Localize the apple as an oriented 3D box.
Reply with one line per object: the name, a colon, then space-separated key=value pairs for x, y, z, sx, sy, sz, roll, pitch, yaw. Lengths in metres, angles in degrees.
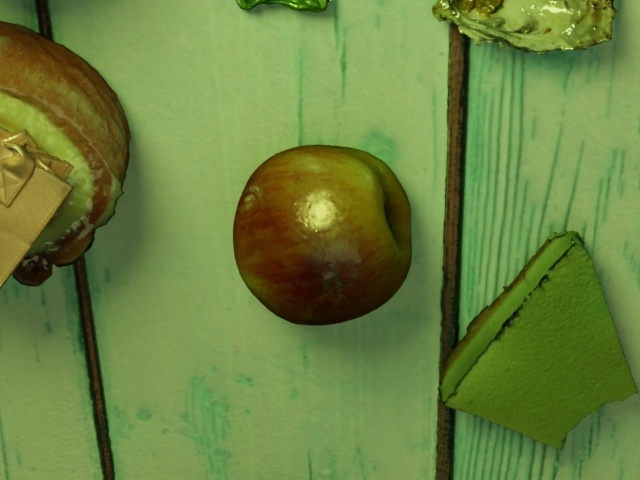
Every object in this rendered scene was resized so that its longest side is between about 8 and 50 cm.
apple: x=0.000 y=0.000 z=1.404 sx=0.173 sy=0.160 sz=0.195 roll=-10 pitch=120 yaw=25

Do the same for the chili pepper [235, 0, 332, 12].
chili pepper: x=-0.034 y=-0.231 z=1.308 sx=0.091 sy=0.030 sz=0.034 roll=1 pitch=148 yaw=-6

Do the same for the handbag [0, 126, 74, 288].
handbag: x=-0.340 y=-0.057 z=1.214 sx=0.212 sy=0.059 sz=0.157 roll=31 pitch=116 yaw=-23

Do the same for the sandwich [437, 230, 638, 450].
sandwich: x=0.279 y=0.116 z=1.567 sx=0.212 sy=0.063 sz=0.245 roll=24 pitch=117 yaw=-26

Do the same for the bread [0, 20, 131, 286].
bread: x=-0.294 y=-0.098 z=1.301 sx=0.190 sy=0.123 sz=0.244 roll=-38 pitch=121 yaw=14

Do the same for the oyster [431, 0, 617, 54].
oyster: x=0.195 y=-0.226 z=1.330 sx=0.177 sy=0.056 sz=0.105 roll=-14 pitch=112 yaw=0
